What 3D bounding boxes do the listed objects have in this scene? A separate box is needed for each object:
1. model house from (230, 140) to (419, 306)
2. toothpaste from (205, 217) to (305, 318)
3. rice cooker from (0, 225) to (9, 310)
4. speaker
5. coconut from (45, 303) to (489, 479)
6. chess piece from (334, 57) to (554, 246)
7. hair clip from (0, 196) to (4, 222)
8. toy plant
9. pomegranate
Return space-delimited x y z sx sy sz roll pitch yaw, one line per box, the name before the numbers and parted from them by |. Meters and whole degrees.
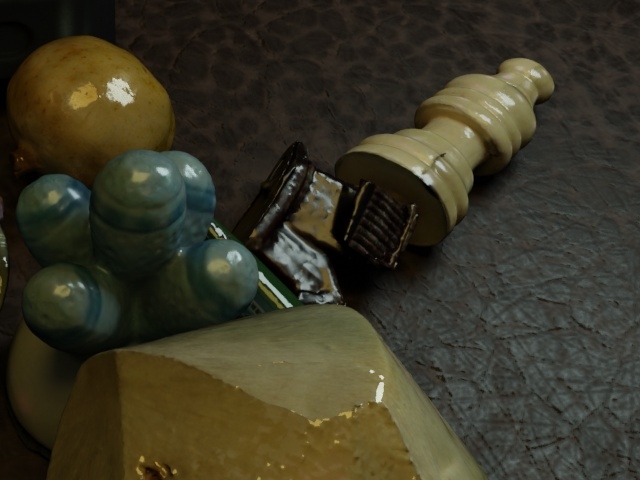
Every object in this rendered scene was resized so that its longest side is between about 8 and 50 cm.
model house | -0.006 0.006 1.875 0.164 0.141 0.203 36 73 -8
toothpaste | -0.026 0.099 1.766 0.392 0.099 0.061 45 65 8
rice cooker | -0.449 0.021 1.657 0.316 0.316 0.264 -4 51 -13
speaker | -0.402 -0.232 1.922 0.388 0.180 0.184 -10 40 -16
coconut | -0.061 0.242 1.467 0.415 0.344 0.415 -1 92 -31
chess piece | 0.162 -0.125 2.009 0.139 0.124 0.307 1 33 42
hair clip | -0.419 -0.049 1.862 0.292 0.084 0.106 40 37 27
toy plant | -0.183 0.045 1.656 0.247 0.332 0.247 5 48 -5
pomegranate | -0.259 -0.126 1.890 0.196 0.196 0.196 5 50 -6
